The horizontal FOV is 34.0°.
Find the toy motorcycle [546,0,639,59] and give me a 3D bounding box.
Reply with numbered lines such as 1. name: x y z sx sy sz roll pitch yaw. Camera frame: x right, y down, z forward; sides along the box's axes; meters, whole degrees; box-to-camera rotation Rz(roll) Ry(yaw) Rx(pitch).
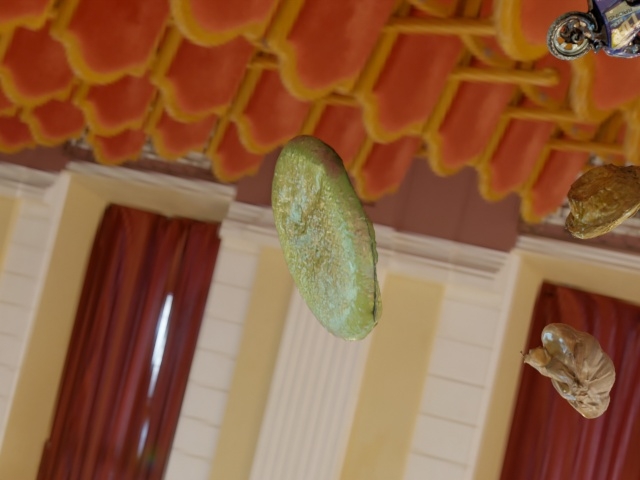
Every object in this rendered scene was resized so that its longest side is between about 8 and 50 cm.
1. toy motorcycle: 0.504 -0.396 1.661 0.169 0.315 0.113 30 -158 -24

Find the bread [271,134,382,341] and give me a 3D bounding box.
1. bread: 0.002 0.006 1.435 0.045 0.301 0.301 -17 -172 -21

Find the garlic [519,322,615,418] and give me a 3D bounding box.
1. garlic: 0.288 0.144 1.170 0.113 0.074 0.094 57 171 -5

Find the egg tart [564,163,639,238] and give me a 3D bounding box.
1. egg tart: 0.350 -0.057 1.294 0.049 0.129 0.129 49 165 -16
